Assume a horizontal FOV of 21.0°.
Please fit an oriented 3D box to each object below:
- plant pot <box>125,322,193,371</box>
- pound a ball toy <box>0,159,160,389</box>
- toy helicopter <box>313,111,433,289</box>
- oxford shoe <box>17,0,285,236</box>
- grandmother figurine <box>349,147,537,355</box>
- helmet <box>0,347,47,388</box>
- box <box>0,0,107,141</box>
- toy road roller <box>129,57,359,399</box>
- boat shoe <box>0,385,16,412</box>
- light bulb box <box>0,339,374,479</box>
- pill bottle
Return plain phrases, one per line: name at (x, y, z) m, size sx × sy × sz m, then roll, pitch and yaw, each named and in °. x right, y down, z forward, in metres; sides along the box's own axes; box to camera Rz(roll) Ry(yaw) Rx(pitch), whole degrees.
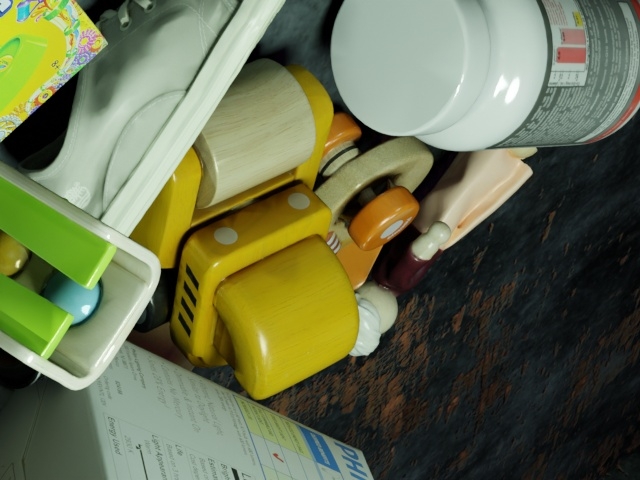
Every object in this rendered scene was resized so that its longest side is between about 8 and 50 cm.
plant pot at (-0.226, 0.138, 1.974) m, size 0.236 × 0.032 × 0.236 m, roll -34°, pitch 152°, yaw -21°
pound a ball toy at (-0.313, 0.023, 1.415) m, size 0.208 × 0.319 × 0.136 m, roll -58°, pitch 154°, yaw -5°
toy helicopter at (0.000, 0.000, 2.027) m, size 0.355 × 0.140 × 0.235 m, roll -45°, pitch 165°, yaw 27°
oxford shoe at (-0.126, -0.186, 1.534) m, size 0.449 × 0.130 × 0.169 m, roll -54°, pitch -172°, yaw 14°
grandmother figurine at (0.128, -0.001, 2.132) m, size 0.342 × 0.104 × 0.208 m, roll -51°, pitch 176°, yaw 0°
helmet at (-0.298, 0.047, 1.576) m, size 0.161 × 0.169 × 0.169 m, roll 11°, pitch 123°, yaw -34°
box at (-0.349, -0.162, 1.201) m, size 0.279 × 0.177 × 0.290 m, roll -43°, pitch 154°, yaw -3°
toy road roller at (-0.067, 0.005, 1.765) m, size 0.202 × 0.240 × 0.329 m, roll -27°, pitch 149°, yaw -32°
boat shoe at (-0.367, 0.128, 1.688) m, size 0.103 × 0.113 × 0.302 m, roll -44°, pitch 151°, yaw 20°
light bulb box at (-0.120, 0.305, 1.607) m, size 0.361 × 0.358 × 0.225 m, roll 28°, pitch 108°, yaw -26°
pill bottle at (0.189, -0.202, 1.862) m, size 0.363 × 0.210 × 0.210 m, roll -7°, pitch 135°, yaw -51°
